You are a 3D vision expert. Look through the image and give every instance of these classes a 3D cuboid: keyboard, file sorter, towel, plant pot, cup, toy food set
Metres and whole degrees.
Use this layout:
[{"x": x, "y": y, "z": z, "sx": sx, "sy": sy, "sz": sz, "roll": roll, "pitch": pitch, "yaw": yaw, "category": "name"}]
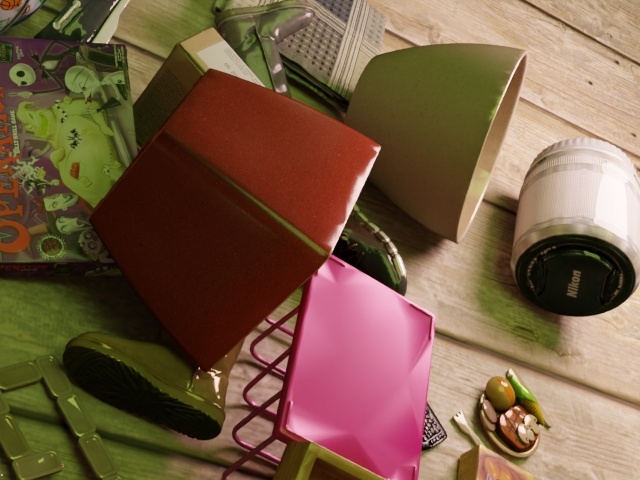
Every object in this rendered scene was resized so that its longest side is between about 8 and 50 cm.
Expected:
[{"x": 0.118, "y": 0.222, "z": 1.702, "sx": 0.100, "sy": 0.038, "sz": 0.192, "roll": -23, "pitch": 74, "yaw": -46, "category": "keyboard"}, {"x": 0.007, "y": 0.204, "z": 1.514, "sx": 0.202, "sy": 0.182, "sz": 0.290, "roll": 30, "pitch": 45, "yaw": -20, "category": "file sorter"}, {"x": -0.029, "y": -0.389, "z": 2.050, "sx": 0.312, "sy": 0.056, "sz": 0.324, "roll": 35, "pitch": 41, "yaw": -18, "category": "towel"}, {"x": -0.121, "y": -0.050, "z": 1.430, "sx": 0.236, "sy": 0.267, "sz": 0.267, "roll": 40, "pitch": 37, "yaw": -10, "category": "plant pot"}, {"x": 0.174, "y": -0.187, "z": 1.894, "sx": 0.237, "sy": 0.331, "sz": 0.331, "roll": 20, "pitch": 41, "yaw": 12, "category": "cup"}, {"x": 0.300, "y": 0.276, "z": 1.808, "sx": 0.192, "sy": 0.038, "sz": 0.132, "roll": -29, "pitch": 80, "yaw": -47, "category": "toy food set"}]

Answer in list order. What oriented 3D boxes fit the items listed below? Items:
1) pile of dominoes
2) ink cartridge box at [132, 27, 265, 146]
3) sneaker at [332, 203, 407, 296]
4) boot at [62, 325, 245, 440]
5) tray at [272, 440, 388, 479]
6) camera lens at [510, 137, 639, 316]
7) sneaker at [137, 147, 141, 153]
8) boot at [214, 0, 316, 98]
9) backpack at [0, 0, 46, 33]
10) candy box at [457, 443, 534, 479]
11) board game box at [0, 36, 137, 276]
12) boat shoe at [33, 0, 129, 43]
[{"x": -0.338, "y": 0.260, "z": 1.314, "sx": 0.196, "sy": 0.040, "sz": 0.251, "roll": -12, "pitch": 59, "yaw": -44, "category": "pile of dominoes"}, {"x": -0.147, "y": -0.153, "z": 1.652, "sx": 0.234, "sy": 0.193, "sz": 0.088, "roll": 50, "pitch": 42, "yaw": 2, "category": "ink cartridge box"}, {"x": 0.000, "y": 0.000, "z": 1.740, "sx": 0.163, "sy": 0.106, "sz": 0.281, "roll": -12, "pitch": 57, "yaw": -39, "category": "sneaker"}, {"x": -0.199, "y": 0.103, "z": 1.503, "sx": 0.236, "sy": 0.089, "sz": 0.269, "roll": 35, "pitch": 41, "yaw": -24, "category": "boot"}, {"x": -0.019, "y": 0.453, "z": 1.270, "sx": 0.203, "sy": 0.076, "sz": 0.410, "roll": 30, "pitch": 70, "yaw": -19, "category": "tray"}, {"x": 0.453, "y": -0.020, "z": 2.026, "sx": 0.219, "sy": 0.219, "sz": 0.274, "roll": 32, "pitch": 44, "yaw": -16, "category": "camera lens"}, {"x": -0.241, "y": -0.087, "z": 1.630, "sx": 0.185, "sy": 0.069, "sz": 0.084, "roll": 42, "pitch": 23, "yaw": -3, "category": "sneaker"}, {"x": -0.068, "y": -0.275, "z": 1.856, "sx": 0.190, "sy": 0.076, "sz": 0.208, "roll": -15, "pitch": 75, "yaw": -20, "category": "boot"}, {"x": -0.471, "y": -0.396, "z": 1.535, "sx": 0.263, "sy": 0.276, "sz": 0.213, "roll": 4, "pitch": 60, "yaw": -45, "category": "backpack"}, {"x": 0.248, "y": 0.401, "z": 1.661, "sx": 0.109, "sy": 0.053, "sz": 0.186, "roll": 32, "pitch": 45, "yaw": -18, "category": "candy box"}, {"x": -0.345, "y": -0.114, "z": 1.516, "sx": 0.208, "sy": 0.056, "sz": 0.346, "roll": -2, "pitch": 63, "yaw": -17, "category": "board game box"}, {"x": -0.334, "y": -0.367, "z": 1.724, "sx": 0.091, "sy": 0.114, "sz": 0.302, "roll": 37, "pitch": 42, "yaw": -20, "category": "boat shoe"}]
